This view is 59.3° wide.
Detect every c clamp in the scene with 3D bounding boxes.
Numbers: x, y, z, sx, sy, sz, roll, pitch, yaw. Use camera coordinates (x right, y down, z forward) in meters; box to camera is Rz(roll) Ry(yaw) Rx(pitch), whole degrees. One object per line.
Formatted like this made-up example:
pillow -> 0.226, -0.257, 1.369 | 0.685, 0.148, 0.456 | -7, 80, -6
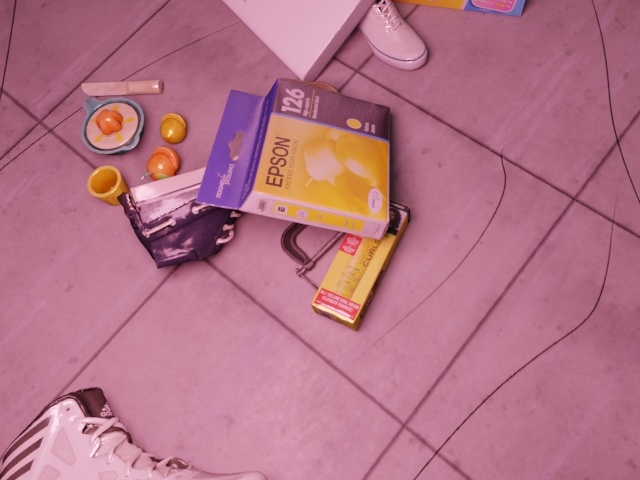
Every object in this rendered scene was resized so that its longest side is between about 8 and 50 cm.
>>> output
c clamp -> 0.000, 0.000, 1.031 | 0.137, 0.022, 0.161 | 35, 77, 27

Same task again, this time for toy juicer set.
toy juicer set -> -0.387, -0.245, 1.151 | 0.209, 0.089, 0.329 | -19, 66, 1

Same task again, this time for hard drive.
hard drive -> -0.064, -0.531, 1.190 | 0.233, 0.047, 0.353 | -49, 66, 20

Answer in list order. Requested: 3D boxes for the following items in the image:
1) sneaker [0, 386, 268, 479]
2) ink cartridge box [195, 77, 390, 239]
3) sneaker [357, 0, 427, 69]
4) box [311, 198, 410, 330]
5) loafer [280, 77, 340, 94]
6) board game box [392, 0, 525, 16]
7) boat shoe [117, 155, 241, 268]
sneaker -> -0.299, 0.338, 0.855 | 0.447, 0.169, 0.258 | -13, 68, 6
ink cartridge box -> -0.031, -0.160, 0.981 | 0.307, 0.072, 0.304 | 13, 51, -8
sneaker -> 0.124, -0.454, 1.158 | 0.094, 0.091, 0.258 | -36, 67, -7
box -> 0.073, 0.034, 0.984 | 0.087, 0.058, 0.232 | 24, 73, 17
loafer -> -0.028, -0.289, 1.137 | 0.147, 0.056, 0.050 | 13, 71, 24
board game box -> 0.295, -0.614, 1.213 | 0.316, 0.064, 0.242 | 13, 71, 14
boat shoe -> -0.183, -0.063, 1.046 | 0.340, 0.127, 0.158 | -19, 98, -14
